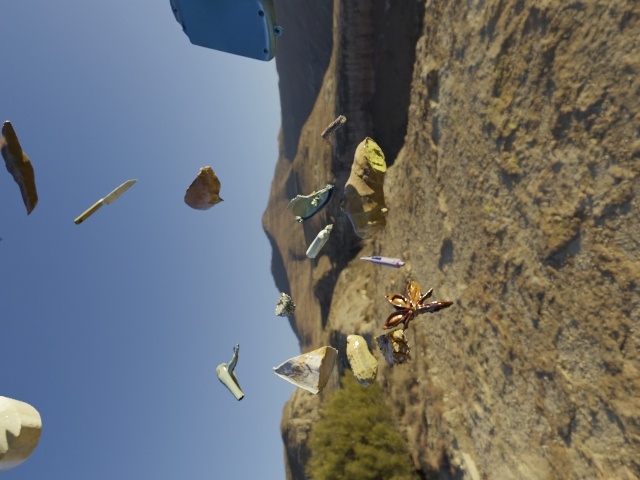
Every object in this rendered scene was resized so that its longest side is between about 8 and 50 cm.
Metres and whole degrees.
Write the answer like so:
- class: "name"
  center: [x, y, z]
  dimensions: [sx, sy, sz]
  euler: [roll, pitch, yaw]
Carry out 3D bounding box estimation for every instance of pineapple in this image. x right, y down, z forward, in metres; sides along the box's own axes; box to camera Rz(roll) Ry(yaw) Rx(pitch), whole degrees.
- class: "pineapple"
  center: [0.265, 0.393, 1.527]
  dimensions: [0.233, 0.079, 0.135]
  euler: [109, 139, -77]

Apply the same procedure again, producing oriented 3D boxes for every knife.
- class: "knife"
  center: [-0.868, -0.161, 1.736]
  dimensions: [0.298, 0.017, 0.047]
  euler: [-49, -30, -25]

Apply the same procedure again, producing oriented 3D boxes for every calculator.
- class: "calculator"
  center: [-0.222, -0.522, 1.000]
  dimensions: [0.173, 0.292, 0.051]
  euler: [89, -158, -57]

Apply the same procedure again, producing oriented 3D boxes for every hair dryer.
- class: "hair dryer"
  center: [-0.314, 0.504, 1.605]
  dimensions: [0.199, 0.067, 0.167]
  euler: [-50, 64, 34]

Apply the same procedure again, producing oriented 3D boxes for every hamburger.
- class: "hamburger"
  center: [-0.358, -0.139, 1.316]
  dimensions: [0.087, 0.102, 0.176]
  euler: [-38, -6, -46]

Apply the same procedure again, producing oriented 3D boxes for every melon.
- class: "melon"
  center: [-0.032, 0.380, 1.242]
  dimensions: [0.093, 0.202, 0.140]
  euler: [85, 168, -51]

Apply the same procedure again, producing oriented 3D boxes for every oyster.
- class: "oyster"
  center: [-0.134, 0.236, 1.532]
  dimensions: [0.037, 0.098, 0.101]
  euler: [-33, -59, -43]

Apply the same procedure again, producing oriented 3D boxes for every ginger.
- class: "ginger"
  center: [0.161, -0.184, 1.492]
  dimensions: [0.126, 0.189, 0.355]
  euler: [6, -88, -49]

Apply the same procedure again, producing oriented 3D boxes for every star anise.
- class: "star anise"
  center: [0.253, 0.177, 1.211]
  dimensions: [0.053, 0.212, 0.157]
  euler: [41, -162, -40]

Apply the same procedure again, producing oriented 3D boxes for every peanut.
- class: "peanut"
  center: [0.147, 0.420, 1.510]
  dimensions: [0.083, 0.093, 0.194]
  euler: [92, 165, -52]

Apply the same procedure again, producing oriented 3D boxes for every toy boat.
- class: "toy boat"
  center: [-0.050, -0.142, 1.689]
  dimensions: [0.067, 0.220, 0.291]
  euler: [50, -161, 8]

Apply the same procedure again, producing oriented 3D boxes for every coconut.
- class: "coconut"
  center: [-0.915, 0.542, 1.188]
  dimensions: [0.222, 0.201, 0.202]
  euler: [85, 180, -64]

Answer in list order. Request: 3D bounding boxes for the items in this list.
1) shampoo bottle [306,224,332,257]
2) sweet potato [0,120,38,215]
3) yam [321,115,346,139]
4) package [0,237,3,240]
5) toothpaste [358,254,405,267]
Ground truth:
- class: "shampoo bottle"
  center: [0.000, 0.000, 1.303]
  dimensions: [0.049, 0.034, 0.141]
  euler: [-41, -9, -42]
- class: "sweet potato"
  center: [-0.878, -0.207, 1.247]
  dimensions: [0.067, 0.067, 0.274]
  euler: [-92, -5, -73]
- class: "yam"
  center: [0.042, -0.386, 1.462]
  dimensions: [0.145, 0.032, 0.032]
  euler: [-23, 70, 62]
- class: "package"
  center: [-0.842, 0.022, 1.058]
  dimensions: [0.108, 0.031, 0.121]
  euler: [89, 171, -61]
- class: "toothpaste"
  center: [0.192, 0.063, 1.317]
  dimensions: [0.169, 0.045, 0.029]
  euler: [8, 102, 50]
